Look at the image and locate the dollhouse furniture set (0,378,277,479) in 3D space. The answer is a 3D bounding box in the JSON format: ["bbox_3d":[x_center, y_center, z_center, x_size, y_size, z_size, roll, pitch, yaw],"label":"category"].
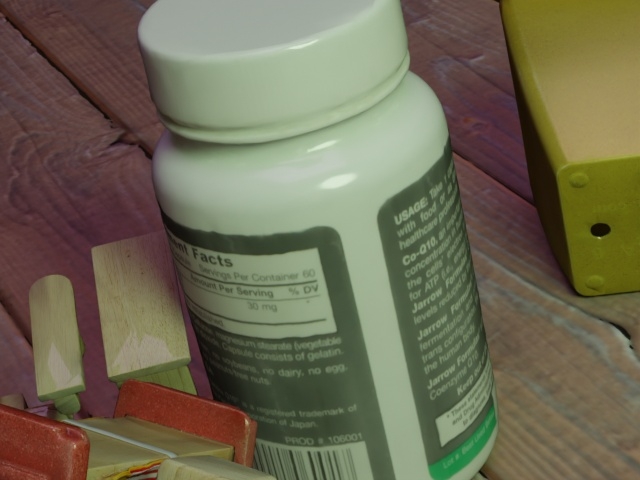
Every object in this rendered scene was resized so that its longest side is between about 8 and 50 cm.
[{"bbox_3d":[-0.040,0.197,1.019,0.374,0.152,0.201,13,5,31],"label":"dollhouse furniture set"}]

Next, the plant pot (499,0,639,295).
[{"bbox_3d":[0.264,-0.076,1.415,0.212,0.212,0.187,-7,41,10],"label":"plant pot"}]

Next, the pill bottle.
[{"bbox_3d":[0.000,0.000,1.207,0.204,0.361,0.204,-9,29,5],"label":"pill bottle"}]

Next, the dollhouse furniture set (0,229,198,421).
[{"bbox_3d":[-0.158,0.101,1.275,0.144,0.151,0.123,-13,48,-1],"label":"dollhouse furniture set"}]
